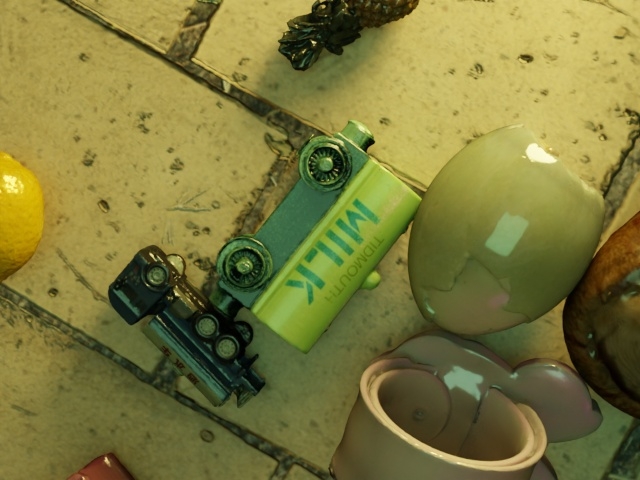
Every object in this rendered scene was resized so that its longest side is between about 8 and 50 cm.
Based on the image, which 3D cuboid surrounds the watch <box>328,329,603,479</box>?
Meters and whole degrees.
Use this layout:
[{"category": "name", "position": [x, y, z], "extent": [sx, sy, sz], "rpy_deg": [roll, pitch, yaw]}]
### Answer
[{"category": "watch", "position": [0.140, 0.220, 1.054], "extent": [0.248, 0.217, 0.211], "rpy_deg": [22, 115, 7]}]

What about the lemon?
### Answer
[{"category": "lemon", "position": [-0.361, -0.021, 1.138], "extent": [0.114, 0.114, 0.155], "rpy_deg": [12, 90, 3]}]

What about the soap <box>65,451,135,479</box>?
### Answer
[{"category": "soap", "position": [-0.216, 0.445, 1.144], "extent": [0.233, 0.128, 0.359], "rpy_deg": [-42, 88, 5]}]

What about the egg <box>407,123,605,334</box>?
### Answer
[{"category": "egg", "position": [0.180, -0.001, 1.071], "extent": [0.183, 0.183, 0.217], "rpy_deg": [42, 101, 1]}]

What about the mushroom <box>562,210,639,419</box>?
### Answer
[{"category": "mushroom", "position": [0.384, 0.087, 1.051], "extent": [0.267, 0.254, 0.267], "rpy_deg": [11, 136, 11]}]

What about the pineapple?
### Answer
[{"category": "pineapple", "position": [0.026, -0.242, 1.129], "extent": [0.159, 0.074, 0.074], "rpy_deg": [-30, 90, 12]}]

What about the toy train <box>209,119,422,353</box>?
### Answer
[{"category": "toy train", "position": [0.000, 0.000, 1.121], "extent": [0.157, 0.105, 0.253], "rpy_deg": [38, 89, -3]}]

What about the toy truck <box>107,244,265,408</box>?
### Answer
[{"category": "toy truck", "position": [-0.143, 0.099, 1.155], "extent": [0.202, 0.074, 0.088], "rpy_deg": [46, 103, 0]}]
